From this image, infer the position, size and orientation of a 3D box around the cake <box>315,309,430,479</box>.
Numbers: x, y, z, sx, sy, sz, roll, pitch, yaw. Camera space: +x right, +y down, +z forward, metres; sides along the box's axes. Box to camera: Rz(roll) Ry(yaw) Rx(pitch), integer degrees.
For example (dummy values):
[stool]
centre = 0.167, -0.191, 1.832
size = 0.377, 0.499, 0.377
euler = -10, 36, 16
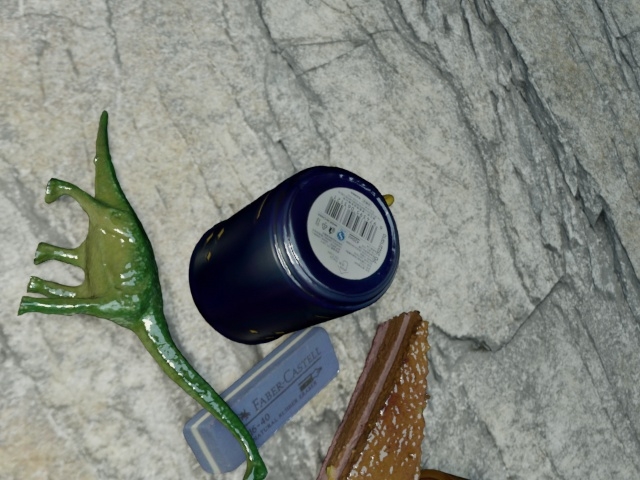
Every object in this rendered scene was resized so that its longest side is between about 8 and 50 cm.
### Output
[cake]
centre = 0.077, 0.233, 0.870
size = 0.112, 0.116, 0.295
euler = 26, 65, -23

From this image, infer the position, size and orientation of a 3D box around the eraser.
[eraser]
centre = -0.069, 0.201, 0.826
size = 0.225, 0.036, 0.082
euler = -36, 120, -33

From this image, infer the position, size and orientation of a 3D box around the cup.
[cup]
centre = -0.019, -0.009, 0.800
size = 0.178, 0.256, 0.255
euler = 37, 60, -17

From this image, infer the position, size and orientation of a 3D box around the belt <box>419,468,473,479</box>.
[belt]
centre = 0.153, 0.467, 0.793
size = 0.122, 0.217, 0.339
euler = 24, 61, -29

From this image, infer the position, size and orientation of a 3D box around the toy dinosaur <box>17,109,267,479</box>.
[toy dinosaur]
centre = -0.185, 0.049, 0.765
size = 0.300, 0.087, 0.447
euler = 12, 64, -18
